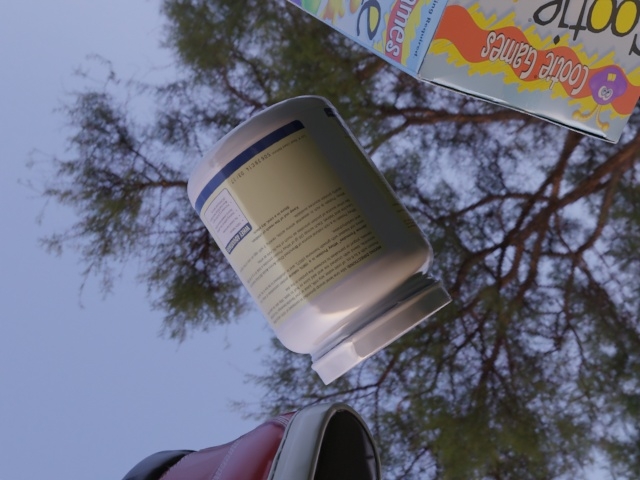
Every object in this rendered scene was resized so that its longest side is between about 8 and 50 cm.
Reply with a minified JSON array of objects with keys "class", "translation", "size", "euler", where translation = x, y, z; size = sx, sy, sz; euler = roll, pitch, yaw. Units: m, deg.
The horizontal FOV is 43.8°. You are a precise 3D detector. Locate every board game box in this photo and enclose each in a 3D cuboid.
[{"class":"board game box","translation":[0.088,-0.186,0.518],"size":[0.144,0.142,0.275],"euler":[12,-160,-25]}]

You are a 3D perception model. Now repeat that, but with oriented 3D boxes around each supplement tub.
[{"class":"supplement tub","translation":[0.000,0.000,1.052],"size":[0.235,0.235,0.325],"euler":[-24,-103,-45]}]

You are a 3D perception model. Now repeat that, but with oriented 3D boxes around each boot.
[{"class":"boot","translation":[-0.075,0.196,0.392],"size":[0.088,0.176,0.244],"euler":[57,-150,-23]}]
